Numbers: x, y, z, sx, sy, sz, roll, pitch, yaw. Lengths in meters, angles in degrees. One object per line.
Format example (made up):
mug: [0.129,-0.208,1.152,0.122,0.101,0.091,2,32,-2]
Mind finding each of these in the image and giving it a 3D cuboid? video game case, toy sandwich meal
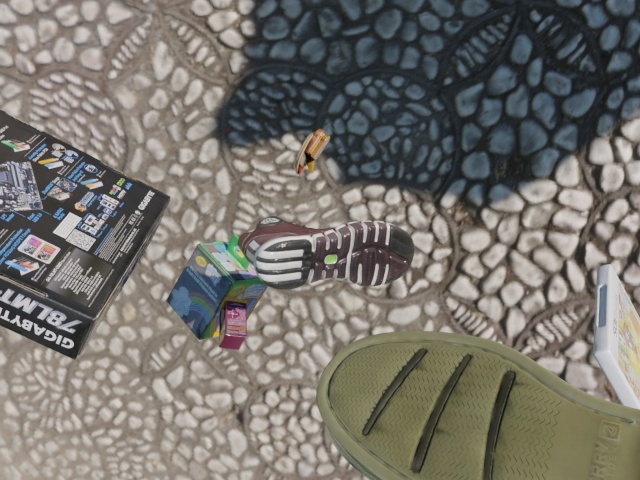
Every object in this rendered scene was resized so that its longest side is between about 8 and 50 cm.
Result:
video game case: [0.452,0.178,1.118,0.026,0.206,0.227,-22,112,31]
toy sandwich meal: [-0.013,-0.142,1.268,0.029,0.085,0.085,26,117,7]

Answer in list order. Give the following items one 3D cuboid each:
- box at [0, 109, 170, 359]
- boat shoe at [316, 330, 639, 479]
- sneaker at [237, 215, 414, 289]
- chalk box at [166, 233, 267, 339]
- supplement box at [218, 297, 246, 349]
box: [-0.354,-0.031,0.907,0.293,0.295,0.073,26,119,-8]
boat shoe: [0.135,0.138,0.443,0.302,0.113,0.103,13,145,33]
sneaker: [0.000,0.000,1.219,0.162,0.282,0.106,33,117,53]
chalk box: [-0.205,0.086,1.660,0.132,0.132,0.213,44,114,26]
supplement box: [-0.168,0.160,1.494,0.043,0.083,0.055,10,141,-19]
